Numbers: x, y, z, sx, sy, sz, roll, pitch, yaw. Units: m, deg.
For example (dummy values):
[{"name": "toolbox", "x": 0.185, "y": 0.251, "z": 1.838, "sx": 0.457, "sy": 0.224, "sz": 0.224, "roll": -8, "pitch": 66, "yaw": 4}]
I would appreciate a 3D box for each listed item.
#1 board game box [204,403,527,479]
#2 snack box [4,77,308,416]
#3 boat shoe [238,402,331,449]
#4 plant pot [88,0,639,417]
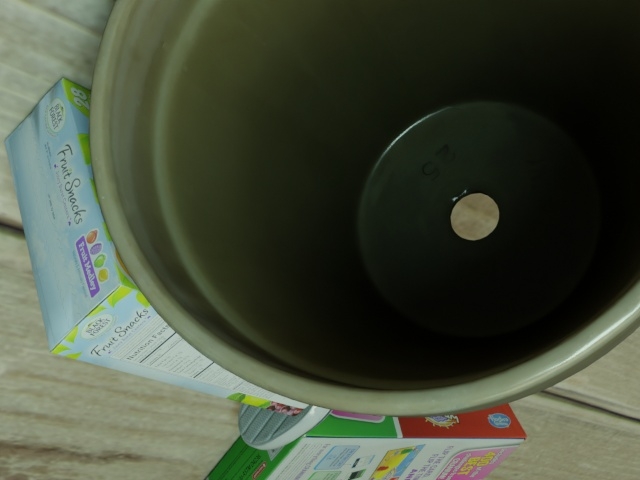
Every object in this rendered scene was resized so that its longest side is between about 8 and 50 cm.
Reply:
[{"name": "board game box", "x": 0.038, "y": 0.260, "z": 1.122, "sx": 0.317, "sy": 0.064, "sz": 0.242, "roll": 9, "pitch": 131, "yaw": -37}, {"name": "snack box", "x": -0.088, "y": 0.010, "z": 0.657, "sx": 0.070, "sy": 0.174, "sz": 0.207, "roll": -42, "pitch": 140, "yaw": 23}, {"name": "boat shoe", "x": 0.019, "y": 0.116, "z": 0.921, "sx": 0.076, "sy": 0.083, "sz": 0.226, "roll": 20, "pitch": 123, "yaw": -42}, {"name": "plant pot", "x": 0.074, "y": -0.047, "z": 0.608, "sx": 0.323, "sy": 0.323, "sz": 0.280, "roll": -32, "pitch": 158, "yaw": 9}]
